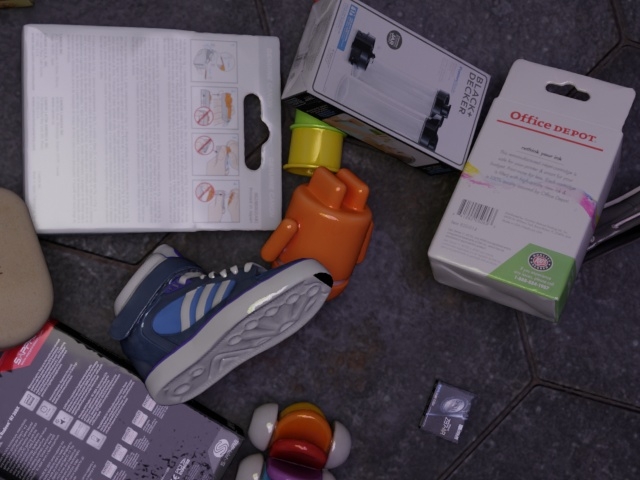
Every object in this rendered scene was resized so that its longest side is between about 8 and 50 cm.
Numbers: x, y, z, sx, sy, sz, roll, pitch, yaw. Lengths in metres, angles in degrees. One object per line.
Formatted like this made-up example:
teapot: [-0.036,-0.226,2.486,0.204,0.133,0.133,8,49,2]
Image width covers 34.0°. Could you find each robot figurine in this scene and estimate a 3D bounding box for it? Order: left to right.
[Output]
robot figurine: [-0.002,0.000,1.567,0.128,0.158,0.219,24,113,11]

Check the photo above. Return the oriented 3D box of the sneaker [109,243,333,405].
sneaker: [-0.162,0.064,1.518,0.323,0.130,0.236,-37,57,10]

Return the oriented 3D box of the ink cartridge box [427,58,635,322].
ink cartridge box: [0.324,-0.080,1.580,0.207,0.119,0.353,20,74,20]

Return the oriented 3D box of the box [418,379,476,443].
box: [0.201,0.271,1.659,0.067,0.018,0.083,23,86,-6]

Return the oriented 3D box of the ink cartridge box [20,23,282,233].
ink cartridge box: [-0.255,-0.163,1.591,0.385,0.091,0.308,0,88,-15]

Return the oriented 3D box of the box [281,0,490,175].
box: [0.103,-0.230,1.568,0.290,0.087,0.169,25,76,-26]

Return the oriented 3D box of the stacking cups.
stacking cups: [0.001,-0.259,1.615,0.096,0.096,0.316,5,85,-7]

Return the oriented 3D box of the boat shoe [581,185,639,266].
boat shoe: [0.476,-0.016,1.645,0.335,0.112,0.095,-19,65,0]

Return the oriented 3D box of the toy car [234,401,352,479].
toy car: [-0.038,0.336,1.568,0.159,0.136,0.182,16,87,-7]

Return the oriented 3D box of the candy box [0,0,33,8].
candy box: [-0.539,-0.503,1.549,0.183,0.087,0.316,-6,90,-4]

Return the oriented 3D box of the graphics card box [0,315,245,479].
graphics card box: [-0.325,0.293,1.555,0.371,0.094,0.233,31,84,-4]

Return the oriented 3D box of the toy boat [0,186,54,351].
toy boat: [-0.475,0.046,1.478,0.151,0.151,0.231,-16,84,-30]
